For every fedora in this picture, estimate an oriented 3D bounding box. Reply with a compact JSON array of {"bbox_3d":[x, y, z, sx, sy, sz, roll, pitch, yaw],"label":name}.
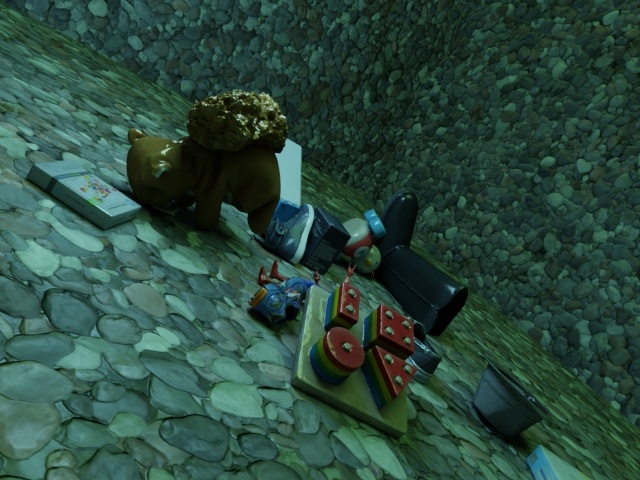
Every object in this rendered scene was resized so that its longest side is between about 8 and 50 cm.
[{"bbox_3d":[0.491,0.433,1.494,0.244,0.124,0.275,46,8,35],"label":"fedora"}]

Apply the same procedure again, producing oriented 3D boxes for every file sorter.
[{"bbox_3d":[-0.132,-0.078,1.824,0.104,0.118,0.170,37,11,37],"label":"file sorter"}]

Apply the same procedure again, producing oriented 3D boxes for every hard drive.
[{"bbox_3d":[-0.166,-0.231,1.996,0.233,0.047,0.353,23,54,-38],"label":"hard drive"}]

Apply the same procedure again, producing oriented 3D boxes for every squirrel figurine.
[{"bbox_3d":[-0.282,-0.224,1.393,0.370,0.397,0.281,5,39,-41],"label":"squirrel figurine"}]

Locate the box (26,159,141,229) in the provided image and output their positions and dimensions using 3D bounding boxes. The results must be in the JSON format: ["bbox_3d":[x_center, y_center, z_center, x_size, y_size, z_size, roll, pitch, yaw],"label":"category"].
[{"bbox_3d":[-0.489,-0.099,1.168,0.186,0.038,0.145,35,13,-2],"label":"box"}]

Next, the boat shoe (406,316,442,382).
[{"bbox_3d":[0.246,0.263,1.551,0.108,0.102,0.301,29,14,-23],"label":"boat shoe"}]

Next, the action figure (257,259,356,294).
[{"bbox_3d":[-0.014,0.098,1.431,0.280,0.091,0.139,30,57,-28],"label":"action figure"}]

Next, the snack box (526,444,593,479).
[{"bbox_3d":[0.653,0.634,1.307,0.321,0.060,0.187,34,13,-3],"label":"snack box"}]

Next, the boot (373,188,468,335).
[{"bbox_3d":[0.360,0.071,2.009,0.146,0.367,0.445,5,28,-32],"label":"boot"}]

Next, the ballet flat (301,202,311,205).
[{"bbox_3d":[-0.087,-0.114,2.237,0.213,0.072,0.068,3,61,-66],"label":"ballet flat"}]

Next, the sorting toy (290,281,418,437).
[{"bbox_3d":[0.087,0.220,1.125,0.257,0.089,0.256,31,35,-16],"label":"sorting toy"}]

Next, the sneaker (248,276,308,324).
[{"bbox_3d":[-0.081,0.144,1.257,0.087,0.083,0.221,51,22,13],"label":"sneaker"}]

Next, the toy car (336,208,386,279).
[{"bbox_3d":[0.157,0.047,2.042,0.238,0.219,0.210,61,5,-17],"label":"toy car"}]

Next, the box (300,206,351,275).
[{"bbox_3d":[0.000,0.000,1.779,0.093,0.158,0.156,28,14,-27],"label":"box"}]

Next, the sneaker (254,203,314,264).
[{"bbox_3d":[-0.112,-0.055,1.698,0.163,0.086,0.226,28,47,-16],"label":"sneaker"}]
